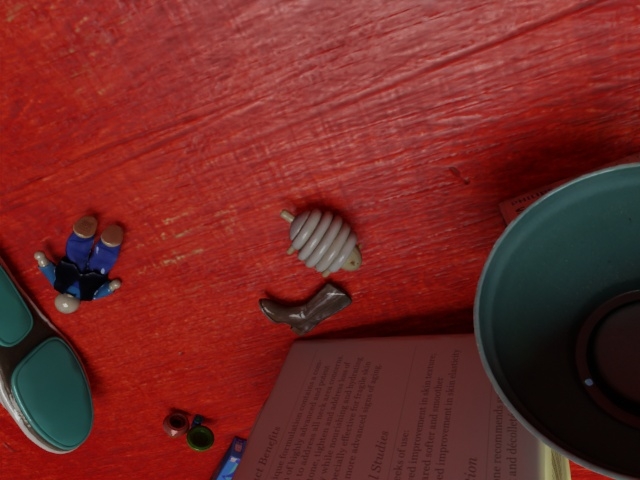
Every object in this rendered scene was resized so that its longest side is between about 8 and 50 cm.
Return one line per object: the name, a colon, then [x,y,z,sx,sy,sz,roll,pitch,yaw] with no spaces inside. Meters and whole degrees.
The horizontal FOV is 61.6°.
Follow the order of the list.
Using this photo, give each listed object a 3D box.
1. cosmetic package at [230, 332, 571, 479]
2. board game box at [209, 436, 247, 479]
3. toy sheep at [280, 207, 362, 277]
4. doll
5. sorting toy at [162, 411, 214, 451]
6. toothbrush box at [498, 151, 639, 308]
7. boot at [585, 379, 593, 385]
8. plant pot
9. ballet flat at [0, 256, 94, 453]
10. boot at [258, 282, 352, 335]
cosmetic package: [0.133,0.358,0.759,0.394,0.329,0.327,-7,123,26]
board game box: [-0.137,0.494,1.074,0.160,0.047,0.210,22,122,-10]
toy sheep: [0.000,0.000,0.731,0.132,0.091,0.091,30,120,-9]
doll: [-0.360,0.043,0.801,0.129,0.046,0.189,22,128,-21]
sorting toy: [-0.242,0.354,0.984,0.102,0.061,0.042,32,122,11]
toothbrush box: [0.388,0.052,0.717,0.206,0.122,0.283,-20,118,15]
boot: [0.414,0.175,0.689,0.190,0.069,0.086,23,129,-1]
plant pot: [0.329,0.095,0.537,0.293,0.293,0.196,-29,142,20]
ballet flat: [-0.499,0.172,0.859,0.139,0.139,0.400,-13,117,12]
boot: [-0.021,0.092,0.816,0.114,0.037,0.106,-37,127,27]
